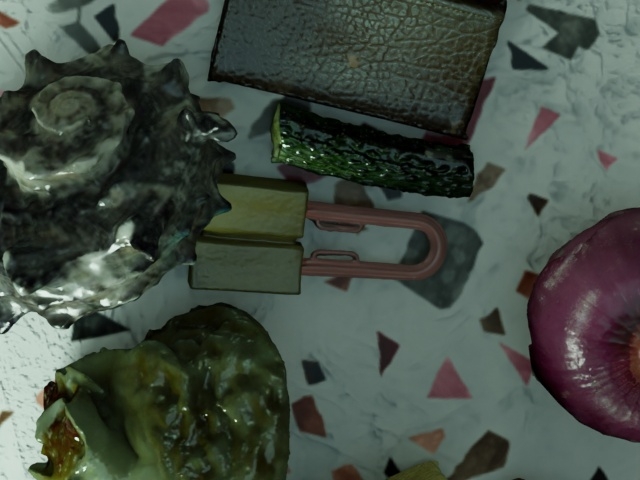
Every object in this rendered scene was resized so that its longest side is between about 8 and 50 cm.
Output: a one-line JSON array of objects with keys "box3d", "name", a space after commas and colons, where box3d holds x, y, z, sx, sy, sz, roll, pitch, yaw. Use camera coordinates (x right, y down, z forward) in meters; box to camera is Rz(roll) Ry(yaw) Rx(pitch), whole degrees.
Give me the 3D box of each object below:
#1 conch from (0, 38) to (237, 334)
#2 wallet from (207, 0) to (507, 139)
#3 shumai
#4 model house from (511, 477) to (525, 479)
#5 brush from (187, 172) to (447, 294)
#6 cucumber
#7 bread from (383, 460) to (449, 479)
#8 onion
[{"box3d": [-0.214, -0.048, 1.664, 0.313, 0.186, 0.241, -35, 75, 20], "name": "conch"}, {"box3d": [0.031, -0.179, 1.725, 0.243, 0.039, 0.133, 12, 106, -8], "name": "wallet"}, {"box3d": [-0.143, 0.181, 1.701, 0.218, 0.189, 0.256, 4, 95, -8], "name": "shumai"}, {"box3d": [0.203, 0.296, 1.799, 0.148, 0.149, 0.119, -40, 133, 15], "name": "model house"}, {"box3d": [0.000, 0.000, 1.750, 0.233, 0.047, 0.103, 5, 100, -7], "name": "brush"}, {"box3d": [0.047, -0.076, 1.737, 0.187, 0.058, 0.058, 13, 99, -7], "name": "cucumber"}, {"box3d": [0.039, 0.270, 1.766, 0.188, 0.125, 0.068, -23, 95, -1], "name": "bread"}, {"box3d": [0.276, 0.085, 1.735, 0.200, 0.200, 0.207, -47, 133, 4], "name": "onion"}]
